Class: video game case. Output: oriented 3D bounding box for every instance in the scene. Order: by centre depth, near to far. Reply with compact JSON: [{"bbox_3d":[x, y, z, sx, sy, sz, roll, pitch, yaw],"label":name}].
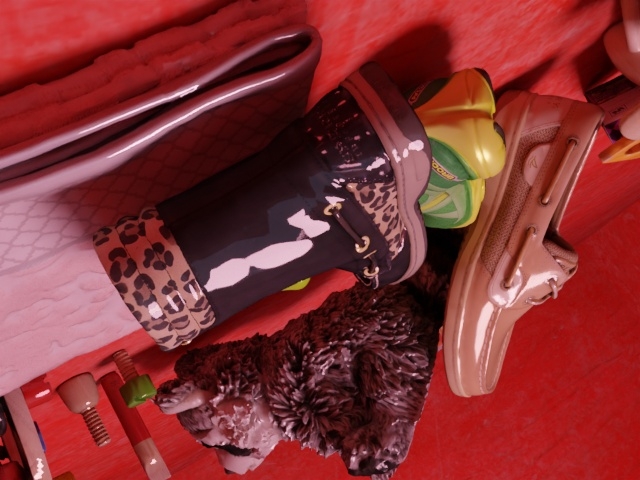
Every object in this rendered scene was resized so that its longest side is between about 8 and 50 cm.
[{"bbox_3d":[0.416,-0.185,0.782,0.232,0.041,0.210,-26,-168,21],"label":"video game case"}]

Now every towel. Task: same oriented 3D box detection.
[{"bbox_3d":[-0.154,0.009,0.463,0.332,0.053,0.317,-27,164,-15],"label":"towel"}]

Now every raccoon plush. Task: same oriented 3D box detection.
[{"bbox_3d":[-0.007,0.088,0.892,0.216,0.299,0.446,97,13,-78],"label":"raccoon plush"}]

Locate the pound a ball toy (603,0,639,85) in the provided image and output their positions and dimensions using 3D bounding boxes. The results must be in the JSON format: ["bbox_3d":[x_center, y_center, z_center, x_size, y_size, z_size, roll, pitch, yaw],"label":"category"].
[{"bbox_3d":[0.355,-0.224,0.578,0.208,0.135,0.319,-36,164,14],"label":"pound a ball toy"}]

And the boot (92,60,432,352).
[{"bbox_3d":[-0.025,0.004,0.448,0.179,0.085,0.236,-30,160,-8],"label":"boot"}]

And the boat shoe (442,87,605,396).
[{"bbox_3d":[0.209,0.019,0.751,0.122,0.110,0.340,-25,126,-60],"label":"boat shoe"}]

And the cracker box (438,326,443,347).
[{"bbox_3d":[0.162,0.146,1.321,0.067,0.155,0.232,-25,163,-26],"label":"cracker box"}]

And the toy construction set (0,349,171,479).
[{"bbox_3d":[-0.257,0.259,0.688,0.257,0.237,0.309,-41,163,30],"label":"toy construction set"}]

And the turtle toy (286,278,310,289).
[{"bbox_3d":[0.000,0.000,0.710,0.130,0.066,0.095,-30,165,-9],"label":"turtle toy"}]

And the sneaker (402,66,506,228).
[{"bbox_3d":[0.084,-0.073,0.630,0.124,0.109,0.295,-7,170,6],"label":"sneaker"}]

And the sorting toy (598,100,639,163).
[{"bbox_3d":[0.369,-0.134,0.569,0.196,0.047,0.347,-15,164,-18],"label":"sorting toy"}]
